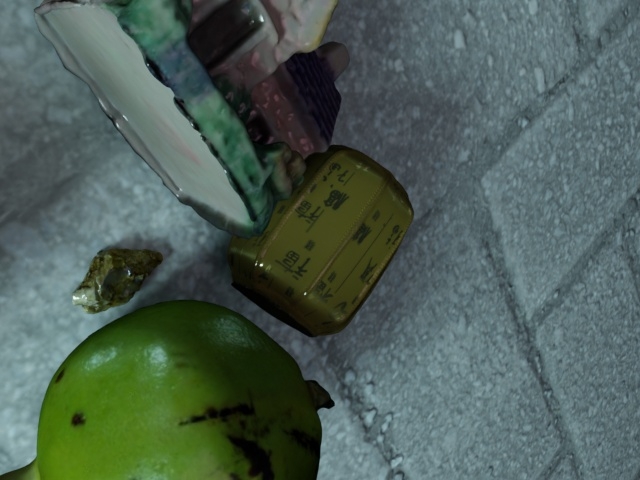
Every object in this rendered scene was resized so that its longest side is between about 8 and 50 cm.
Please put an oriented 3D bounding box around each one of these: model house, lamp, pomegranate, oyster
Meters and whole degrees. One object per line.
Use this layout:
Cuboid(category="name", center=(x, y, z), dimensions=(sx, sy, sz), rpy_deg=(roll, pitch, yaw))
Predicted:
Cuboid(category="model house", center=(-0.061, -0.165, 0.554), dimensions=(0.237, 0.202, 0.237), rpy_deg=(-47, 125, -19))
Cuboid(category="lamp", center=(0.000, 0.000, 0.676), dimensions=(0.161, 0.161, 0.185), rpy_deg=(44, 75, -36))
Cuboid(category="pomegranate", center=(-0.152, 0.192, 0.553), dimensions=(0.340, 0.260, 0.261), rpy_deg=(-23, 114, -29))
Cuboid(category="oyster", center=(-0.193, 0.034, 0.610), dimensions=(0.093, 0.034, 0.051), rpy_deg=(-51, 134, -22))
